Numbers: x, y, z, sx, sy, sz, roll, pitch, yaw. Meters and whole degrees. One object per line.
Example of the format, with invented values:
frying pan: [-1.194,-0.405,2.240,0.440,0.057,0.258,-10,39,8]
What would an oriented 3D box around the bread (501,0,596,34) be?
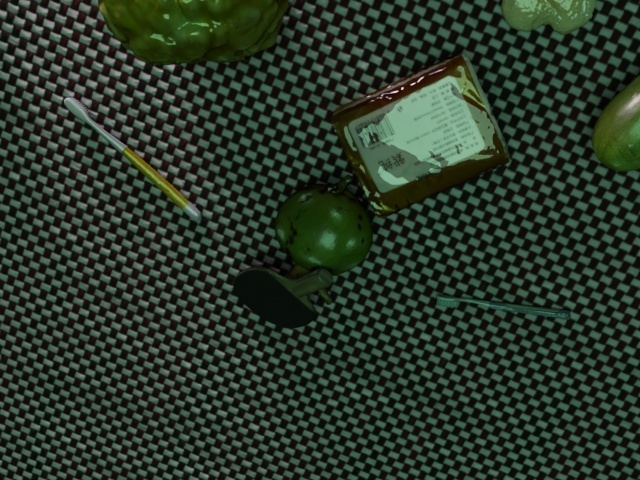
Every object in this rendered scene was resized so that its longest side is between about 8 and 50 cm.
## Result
bread: [0.321,-0.424,1.211,0.181,0.039,0.251,10,110,3]

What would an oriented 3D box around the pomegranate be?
pomegranate: [0.004,0.002,1.352,0.156,0.156,0.220,11,141,3]

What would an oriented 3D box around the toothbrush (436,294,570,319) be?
toothbrush: [0.301,0.112,1.403,0.219,0.016,0.019,6,110,5]

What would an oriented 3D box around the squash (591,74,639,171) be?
squash: [0.543,-0.238,1.205,0.370,0.118,0.118,-42,99,16]

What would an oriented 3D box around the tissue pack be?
tissue pack: [0.153,-0.159,1.293,0.226,0.092,0.183,-24,104,13]

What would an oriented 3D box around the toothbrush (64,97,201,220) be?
toothbrush: [-0.306,-0.134,1.397,0.288,0.024,0.021,43,111,-10]

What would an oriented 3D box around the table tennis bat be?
table tennis bat: [-0.057,0.085,1.361,0.138,0.022,0.246,42,147,-14]

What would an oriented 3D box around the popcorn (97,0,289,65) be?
popcorn: [-0.172,-0.362,1.179,0.282,0.282,0.247,8,97,4]
